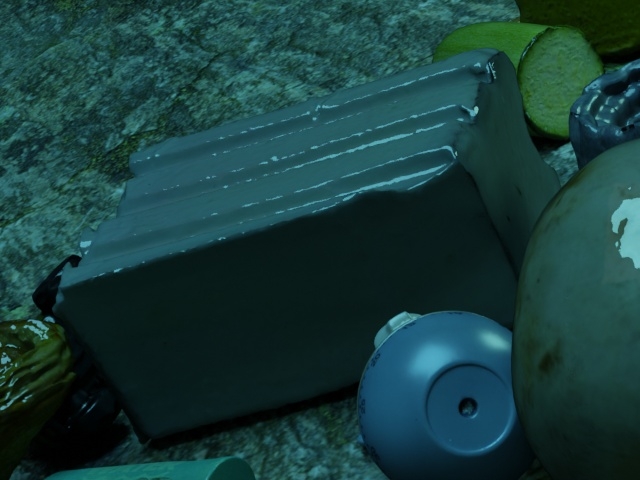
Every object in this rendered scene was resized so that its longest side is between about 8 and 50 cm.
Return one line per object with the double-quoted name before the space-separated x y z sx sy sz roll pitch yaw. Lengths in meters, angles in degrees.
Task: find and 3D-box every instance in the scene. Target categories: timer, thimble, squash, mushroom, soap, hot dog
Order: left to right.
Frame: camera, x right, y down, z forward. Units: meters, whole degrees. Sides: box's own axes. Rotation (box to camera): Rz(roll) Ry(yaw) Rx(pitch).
"hot dog" -0.339 0.185 1.837 0.259 0.114 0.175 -62 24 4
"soap" 0.000 0.000 1.926 0.435 0.213 0.350 -17 21 19
"timer" 0.094 0.123 1.622 0.175 0.175 0.255 -28 23 -8
"squash" 0.212 -0.191 2.253 0.132 0.132 0.247 -34 22 -22
"soap" 0.385 -0.297 2.256 0.339 0.169 0.304 -22 12 7
"thimble" 0.353 -0.079 1.799 0.205 0.172 0.236 -31 25 -7
"mushroom" 0.289 0.071 1.431 0.290 0.297 0.297 4 27 5

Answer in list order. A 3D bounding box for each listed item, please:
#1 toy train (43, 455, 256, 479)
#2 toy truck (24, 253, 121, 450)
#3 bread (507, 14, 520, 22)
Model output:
"toy train" -0.176 0.244 1.728 0.248 0.101 0.159 -8 14 32
"toy truck" -0.279 0.138 2.028 0.165 0.147 0.224 -38 13 39
"bread" 0.272 -0.271 2.496 0.110 0.024 0.110 -21 24 10
